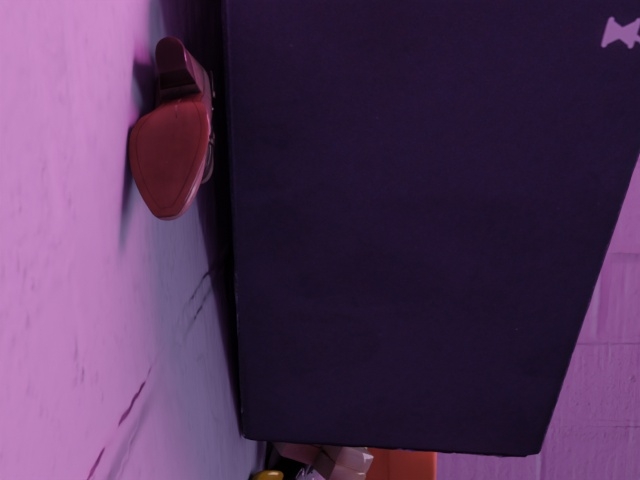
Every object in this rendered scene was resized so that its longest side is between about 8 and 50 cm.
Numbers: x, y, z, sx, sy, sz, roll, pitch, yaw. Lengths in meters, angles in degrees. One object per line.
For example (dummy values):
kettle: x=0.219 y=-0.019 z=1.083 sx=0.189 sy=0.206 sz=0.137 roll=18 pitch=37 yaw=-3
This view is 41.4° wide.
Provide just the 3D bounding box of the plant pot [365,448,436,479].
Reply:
plant pot: x=0.051 y=0.221 z=1.190 sx=0.291 sy=0.203 sz=0.291 roll=0 pitch=90 yaw=-86

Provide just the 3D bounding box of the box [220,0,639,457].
box: x=0.084 y=-0.131 z=0.809 sx=0.472 sy=0.297 sz=0.480 roll=-88 pitch=180 yaw=-50

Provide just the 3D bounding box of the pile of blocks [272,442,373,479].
pile of blocks: x=-0.001 y=0.104 z=0.984 sx=0.149 sy=0.112 sz=0.362 roll=-48 pitch=-149 yaw=34

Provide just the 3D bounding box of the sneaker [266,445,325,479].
sneaker: x=-0.029 y=0.312 z=0.988 sx=0.132 sy=0.086 sz=0.229 roll=51 pitch=34 yaw=-66

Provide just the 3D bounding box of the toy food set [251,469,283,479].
toy food set: x=-0.031 y=0.339 z=0.852 sx=0.128 sy=0.071 sz=0.218 roll=-75 pitch=164 yaw=-78

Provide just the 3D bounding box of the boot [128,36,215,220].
boot: x=-0.077 y=-0.053 z=0.478 sx=0.087 sy=0.042 sz=0.118 roll=86 pitch=4 yaw=-69
